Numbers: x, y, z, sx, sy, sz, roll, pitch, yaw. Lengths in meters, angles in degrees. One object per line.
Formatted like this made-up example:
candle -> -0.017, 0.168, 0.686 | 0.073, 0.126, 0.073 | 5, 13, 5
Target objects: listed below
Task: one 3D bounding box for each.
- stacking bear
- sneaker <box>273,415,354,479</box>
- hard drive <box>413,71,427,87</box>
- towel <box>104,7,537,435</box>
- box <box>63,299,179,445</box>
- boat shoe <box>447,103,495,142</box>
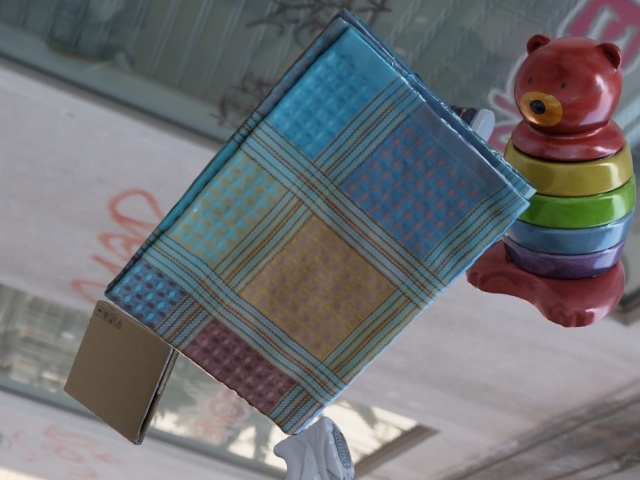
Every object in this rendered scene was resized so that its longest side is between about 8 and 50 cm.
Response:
stacking bear -> 0.267, -0.080, 0.998 | 0.175, 0.164, 0.288 | 25, -49, 42
sneaker -> 0.000, 0.354, 1.175 | 0.115, 0.090, 0.232 | -23, -118, 14
hard drive -> 0.158, -0.165, 1.566 | 0.054, 0.172, 0.254 | -28, -95, 54
towel -> 0.000, 0.000, 0.903 | 0.370, 0.271, 0.040 | -47, -165, 11
box -> -0.319, 0.205, 1.434 | 0.201, 0.021, 0.164 | 24, -87, 38
boat shoe -> 0.215, -0.144, 1.503 | 0.083, 0.065, 0.183 | 18, -110, 35
